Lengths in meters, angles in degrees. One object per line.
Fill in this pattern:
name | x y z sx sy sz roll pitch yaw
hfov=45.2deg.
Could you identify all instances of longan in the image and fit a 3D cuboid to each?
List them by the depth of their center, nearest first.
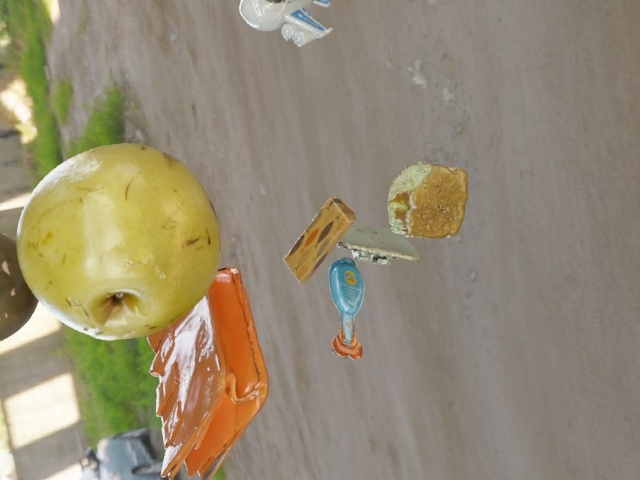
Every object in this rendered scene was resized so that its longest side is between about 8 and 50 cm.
longan | -0.683 0.095 1.530 0.258 0.258 0.258 167 90 -68

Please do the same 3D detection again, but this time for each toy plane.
toy plane | -0.079 -0.552 1.732 0.122 0.266 0.267 -48 56 51

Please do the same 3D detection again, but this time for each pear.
pear | -0.337 0.004 1.317 0.348 0.348 0.348 167 90 -68

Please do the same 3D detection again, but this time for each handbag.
handbag | -0.243 0.253 1.587 0.303 0.116 0.410 -57 31 25

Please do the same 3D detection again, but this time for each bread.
bread | 0.179 -0.067 1.276 0.069 0.140 0.128 17 106 56

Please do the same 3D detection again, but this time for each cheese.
cheese | 0.059 0.149 1.737 0.037 0.106 0.256 -33 46 46

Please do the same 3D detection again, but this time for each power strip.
power strip | 0.117 0.019 1.793 0.213 0.198 0.065 -113 35 -71

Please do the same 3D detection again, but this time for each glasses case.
glasses case | 0.000 0.000 1.460 0.065 0.041 0.170 52 121 26
